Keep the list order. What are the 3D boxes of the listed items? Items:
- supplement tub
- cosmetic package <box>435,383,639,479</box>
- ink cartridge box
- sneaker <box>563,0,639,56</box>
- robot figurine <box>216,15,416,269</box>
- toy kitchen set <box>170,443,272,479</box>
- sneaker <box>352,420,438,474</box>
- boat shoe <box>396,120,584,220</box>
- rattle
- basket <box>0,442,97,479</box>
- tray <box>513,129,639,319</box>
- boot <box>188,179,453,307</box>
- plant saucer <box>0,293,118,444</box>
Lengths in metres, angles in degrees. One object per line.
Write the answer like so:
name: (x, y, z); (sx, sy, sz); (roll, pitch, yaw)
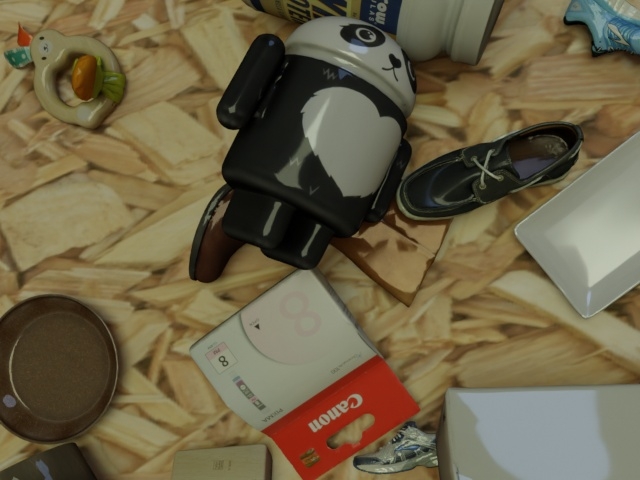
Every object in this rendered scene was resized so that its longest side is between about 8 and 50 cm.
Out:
supplement tub: (0.071, -0.350, 0.845); (0.316, 0.228, 0.228); (21, 88, 11)
cosmetic package: (0.321, 0.272, 0.728); (0.384, 0.156, 0.217); (-2, 54, 5)
ink cartridge box: (-0.019, 0.170, 0.865); (0.189, 0.066, 0.232); (-36, 87, 12)
sneaker: (0.375, -0.252, 0.884); (0.162, 0.063, 0.073); (43, 109, 14)
robot figurine: (-0.001, -0.111, 0.789); (0.173, 0.209, 0.278); (24, 83, 14)
toy kitchen set: (-0.114, 0.391, 0.887); (0.122, 0.166, 0.207); (-6, 47, 8)
sneaker: (0.105, 0.255, 0.876); (0.135, 0.052, 0.058); (-9, 73, 0)
boat shoe: (0.202, -0.088, 0.853); (0.233, 0.079, 0.084); (-17, 77, -5)
rattle: (-0.374, -0.243, 0.953); (0.199, 0.143, 0.130); (41, 110, 4)
basket: (-0.323, 0.383, 0.878); (0.204, 0.154, 0.227); (-29, 77, 9)
tray: (0.385, -0.039, 0.867); (0.270, 0.030, 0.145); (-38, 81, 3)
boot: (0.000, 0.000, 0.911); (0.280, 0.096, 0.264); (33, 83, 3)
plant saucer: (-0.361, 0.172, 0.958); (0.198, 0.036, 0.199); (-1, 85, 8)
